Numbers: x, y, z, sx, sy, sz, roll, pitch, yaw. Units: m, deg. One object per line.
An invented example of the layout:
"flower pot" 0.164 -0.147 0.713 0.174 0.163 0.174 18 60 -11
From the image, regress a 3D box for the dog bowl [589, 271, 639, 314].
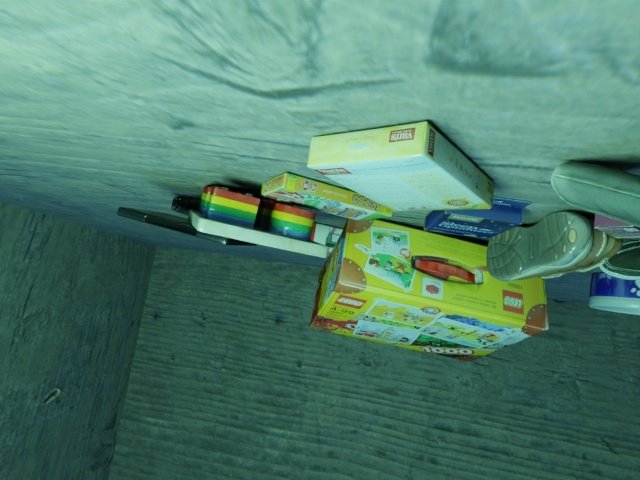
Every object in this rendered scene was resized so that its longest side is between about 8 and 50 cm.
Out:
"dog bowl" 0.966 0.166 1.340 0.265 0.104 0.265 8 172 1

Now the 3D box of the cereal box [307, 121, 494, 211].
"cereal box" 0.122 -0.092 0.628 0.173 0.047 0.240 2 169 38

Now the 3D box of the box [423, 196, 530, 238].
"box" 0.289 -0.042 0.852 0.137 0.036 0.225 8 171 3

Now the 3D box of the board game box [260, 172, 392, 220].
"board game box" 0.023 -0.080 0.889 0.260 0.039 0.124 10 174 -26

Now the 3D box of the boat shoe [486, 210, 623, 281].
"boat shoe" 0.440 0.025 0.874 0.117 0.123 0.324 8 174 -7

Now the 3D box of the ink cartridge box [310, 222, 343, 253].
"ink cartridge box" 0.000 0.000 1.316 0.231 0.077 0.134 12 171 -19

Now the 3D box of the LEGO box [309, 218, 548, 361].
"LEGO box" 0.258 0.147 1.186 0.501 0.193 0.372 13 152 -6

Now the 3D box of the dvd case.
"dvd case" -0.283 -0.029 0.979 0.253 0.022 0.180 15 -178 11

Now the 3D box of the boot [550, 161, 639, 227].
"boot" 0.385 -0.024 0.477 0.190 0.076 0.208 26 -177 -16

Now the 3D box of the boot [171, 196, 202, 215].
"boot" -0.323 -0.082 1.127 0.137 0.076 0.198 15 170 -7

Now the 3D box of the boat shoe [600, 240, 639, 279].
"boat shoe" 0.643 0.028 0.839 0.070 0.077 0.219 14 163 -38

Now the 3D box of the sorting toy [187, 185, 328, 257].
"sorting toy" -0.135 -0.049 0.946 0.256 0.089 0.257 13 -178 -22

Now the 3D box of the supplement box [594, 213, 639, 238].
"supplement box" 0.471 -0.032 0.687 0.083 0.043 0.055 13 171 -35
